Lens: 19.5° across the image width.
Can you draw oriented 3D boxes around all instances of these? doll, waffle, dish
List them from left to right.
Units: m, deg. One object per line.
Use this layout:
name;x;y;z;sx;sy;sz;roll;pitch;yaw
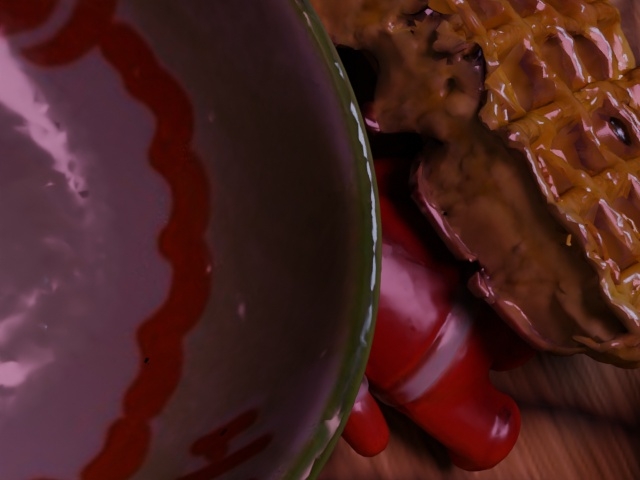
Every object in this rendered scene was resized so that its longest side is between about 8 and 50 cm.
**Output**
dish;-0.149;-0.005;0.625;0.324;0.124;0.324;11;63;-23
doll;0.000;0.000;0.773;0.245;0.076;0.142;36;52;-25
waffle;0.080;-0.073;0.830;0.283;0.065;0.309;31;33;-32
